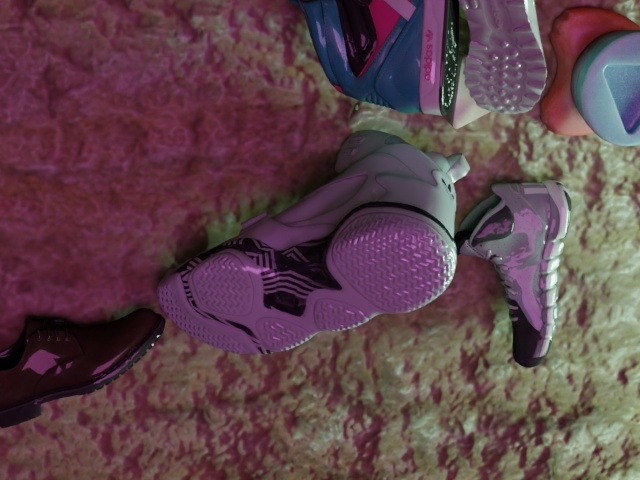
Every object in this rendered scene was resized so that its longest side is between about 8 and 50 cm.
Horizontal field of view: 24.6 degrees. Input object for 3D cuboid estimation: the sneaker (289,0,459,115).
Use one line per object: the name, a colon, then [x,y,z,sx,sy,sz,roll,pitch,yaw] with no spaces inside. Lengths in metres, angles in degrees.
sneaker: [0.055,-0.277,1.525,0.178,0.124,0.295,2,83,14]

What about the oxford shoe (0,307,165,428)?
oxford shoe: [-0.282,0.122,1.625,0.227,0.083,0.096,-25,112,-5]

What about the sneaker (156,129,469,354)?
sneaker: [0.000,0.000,1.623,0.366,0.210,0.137,-14,121,30]

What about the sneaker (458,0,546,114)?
sneaker: [0.194,-0.233,1.536,0.090,0.095,0.235,1,138,12]

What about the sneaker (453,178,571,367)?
sneaker: [0.212,0.036,1.727,0.132,0.086,0.228,3,102,-11]

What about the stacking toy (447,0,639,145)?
stacking toy: [0.275,-0.237,1.591,0.279,0.130,0.309,-10,115,-11]
